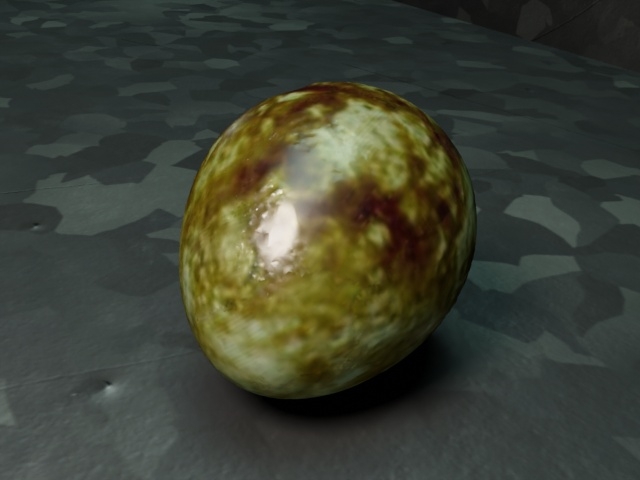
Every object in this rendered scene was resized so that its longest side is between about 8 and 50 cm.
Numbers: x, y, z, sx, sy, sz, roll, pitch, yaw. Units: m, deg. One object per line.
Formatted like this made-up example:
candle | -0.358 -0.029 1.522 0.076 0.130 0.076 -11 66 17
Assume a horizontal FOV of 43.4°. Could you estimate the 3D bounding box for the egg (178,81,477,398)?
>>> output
egg | 0.000 0.000 0.659 0.238 0.238 0.289 16 42 25
